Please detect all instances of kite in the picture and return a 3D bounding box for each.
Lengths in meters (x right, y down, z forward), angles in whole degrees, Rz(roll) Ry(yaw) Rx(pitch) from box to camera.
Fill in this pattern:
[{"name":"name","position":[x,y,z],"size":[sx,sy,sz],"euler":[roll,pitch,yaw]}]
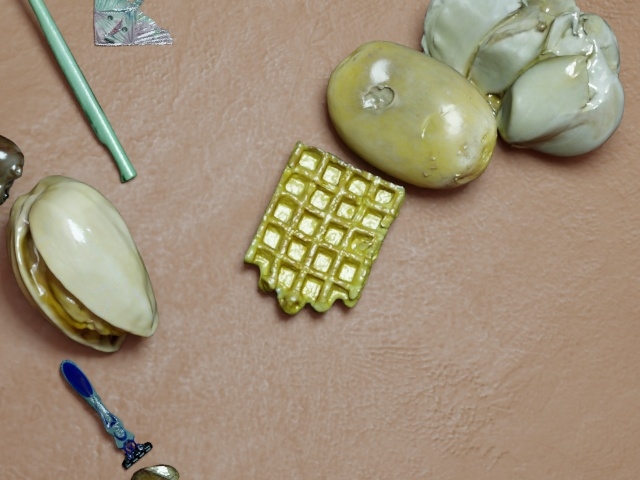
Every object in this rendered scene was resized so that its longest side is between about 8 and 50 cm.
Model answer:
[{"name":"kite","position":[-0.242,-0.308,1.714],"size":[0.137,0.005,0.152],"euler":[43,76,0]}]

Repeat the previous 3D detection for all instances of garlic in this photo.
[{"name":"garlic","position":[0.286,-0.242,1.681],"size":[0.185,0.203,0.281],"euler":[-29,76,-37]}]

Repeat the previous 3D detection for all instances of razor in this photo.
[{"name":"razor","position":[-0.269,0.207,1.594],"size":[0.044,0.028,0.154],"euler":[-38,86,-13]}]

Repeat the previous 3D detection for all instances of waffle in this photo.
[{"name":"waffle","position":[0.000,0.000,1.659],"size":[0.160,0.055,0.210],"euler":[23,76,-2]}]

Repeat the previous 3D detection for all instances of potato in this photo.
[{"name":"potato","position":[0.114,-0.156,1.666],"size":[0.234,0.146,0.150],"euler":[33,68,15]}]

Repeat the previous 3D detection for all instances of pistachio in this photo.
[{"name":"pistachio","position":[-0.288,0.030,1.576],"size":[0.157,0.157,0.229],"euler":[-33,97,-13]}]

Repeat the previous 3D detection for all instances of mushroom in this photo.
[{"name":"mushroom","position":[-0.148,0.332,1.572],"size":[0.187,0.060,0.061],"euler":[34,77,-3]}]

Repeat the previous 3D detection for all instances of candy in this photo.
[{"name":"candy","position":[-0.345,-0.273,1.654],"size":[0.119,0.119,0.439],"euler":[-29,90,-13]}]

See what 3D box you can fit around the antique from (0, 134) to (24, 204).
[{"name":"antique","position":[-0.490,-0.092,1.579],"size":[0.257,0.121,0.143],"euler":[-2,86,-8]}]
